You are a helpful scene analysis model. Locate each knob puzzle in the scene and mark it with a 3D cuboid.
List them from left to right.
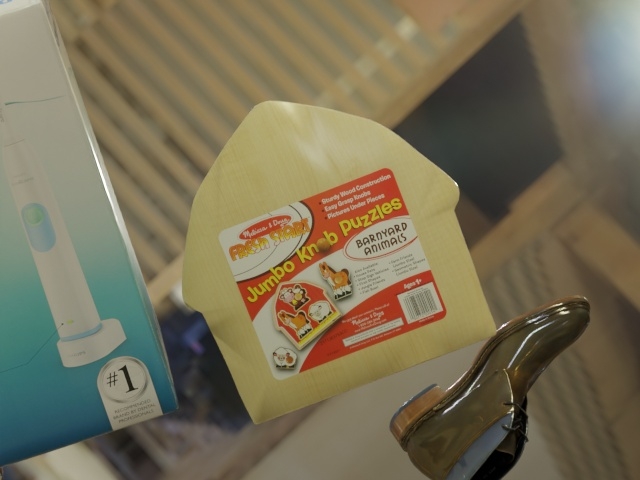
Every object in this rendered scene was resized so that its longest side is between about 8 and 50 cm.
[{"bbox_3d":[0.000,0.000,1.278,0.213,0.213,0.030,47,7,-2],"label":"knob puzzle"}]

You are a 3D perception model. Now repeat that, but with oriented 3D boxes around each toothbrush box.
[{"bbox_3d":[-0.239,-0.006,1.267,0.126,0.216,0.296,-115,-173,-64],"label":"toothbrush box"}]

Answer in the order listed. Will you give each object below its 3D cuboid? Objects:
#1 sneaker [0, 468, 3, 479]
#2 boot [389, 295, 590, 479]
[{"bbox_3d":[-0.321,0.203,1.563,0.121,0.112,0.299,8,-9,-34],"label":"sneaker"},{"bbox_3d":[0.176,0.149,1.788,0.082,0.219,0.106,37,17,-53],"label":"boot"}]
